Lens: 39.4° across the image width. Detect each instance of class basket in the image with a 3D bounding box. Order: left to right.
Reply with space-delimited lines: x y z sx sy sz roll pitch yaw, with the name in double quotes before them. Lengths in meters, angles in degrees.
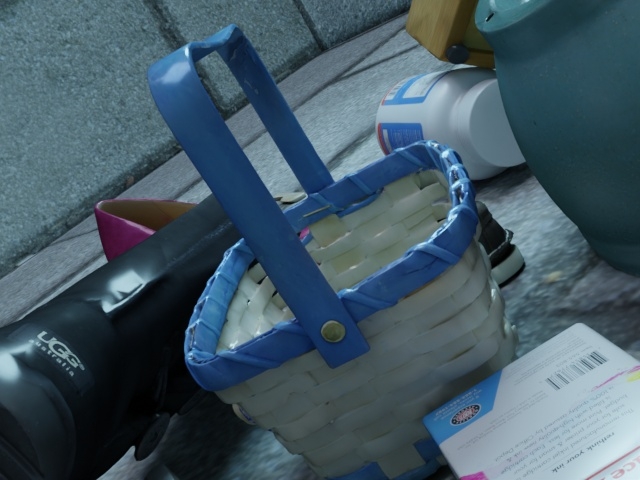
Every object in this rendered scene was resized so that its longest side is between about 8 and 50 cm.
"basket" 0.000 0.000 0.562 0.201 0.288 0.255 -25 13 10

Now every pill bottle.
"pill bottle" 0.156 -0.130 1.004 0.124 0.124 0.221 -34 16 -11

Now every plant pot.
"plant pot" 0.233 -0.150 0.608 0.293 0.196 0.293 -45 19 20

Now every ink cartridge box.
"ink cartridge box" 0.126 0.112 0.405 0.104 0.061 0.181 -31 15 -1

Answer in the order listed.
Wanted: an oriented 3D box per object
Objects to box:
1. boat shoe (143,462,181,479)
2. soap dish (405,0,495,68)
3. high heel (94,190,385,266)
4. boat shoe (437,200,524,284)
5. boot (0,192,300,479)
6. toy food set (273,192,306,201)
"boat shoe" -0.098 0.196 0.569 0.063 0.066 0.184 -48 21 -11
"soap dish" 0.254 -0.269 0.901 0.291 0.228 0.118 7 49 -7
"high heel" -0.090 -0.022 1.012 0.377 0.181 0.127 -24 16 23
"boat shoe" 0.085 0.004 0.813 0.081 0.068 0.228 -39 17 -29
"boot" -0.198 0.150 0.703 0.367 0.146 0.445 -49 1 21
"toy food set" -0.145 -0.045 1.402 0.218 0.071 0.128 -34 15 -12
